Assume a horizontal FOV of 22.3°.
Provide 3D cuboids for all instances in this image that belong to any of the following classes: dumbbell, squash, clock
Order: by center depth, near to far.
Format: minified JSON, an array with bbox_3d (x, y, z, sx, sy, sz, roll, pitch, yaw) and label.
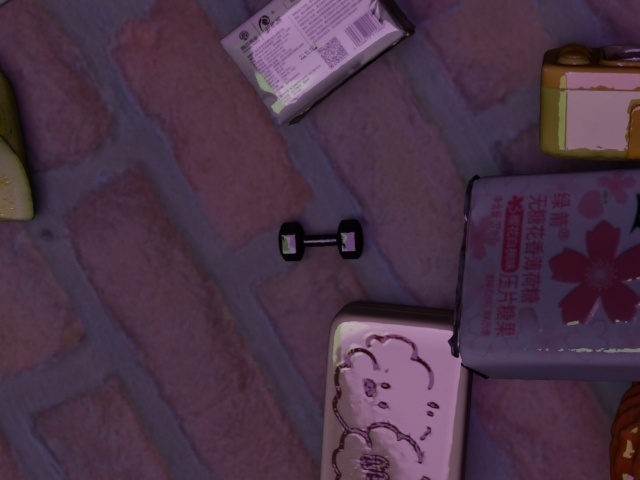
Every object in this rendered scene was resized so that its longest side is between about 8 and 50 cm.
[{"bbox_3d":[0.301,-0.127,1.477,0.202,0.143,0.096,3,102,9],"label":"clock"},{"bbox_3d":[0.000,0.000,1.605,0.083,0.040,0.036,-2,68,10],"label":"dumbbell"},{"bbox_3d":[-0.338,-0.113,1.623,0.090,0.075,0.200,-3,99,20],"label":"squash"}]

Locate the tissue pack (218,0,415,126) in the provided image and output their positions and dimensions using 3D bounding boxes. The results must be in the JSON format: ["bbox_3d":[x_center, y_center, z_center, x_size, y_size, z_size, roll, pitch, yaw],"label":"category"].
[{"bbox_3d":[-0.001,-0.194,1.539,0.149,0.099,0.106,-36,90,14],"label":"tissue pack"}]

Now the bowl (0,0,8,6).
[{"bbox_3d":[-0.442,-0.406,1.529,0.435,0.196,0.435,1,99,9],"label":"bowl"}]

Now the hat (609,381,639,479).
[{"bbox_3d":[0.419,0.291,1.514,0.285,0.285,0.400,-2,121,10],"label":"hat"}]

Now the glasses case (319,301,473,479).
[{"bbox_3d":[0.072,0.233,1.614,0.144,0.076,0.336,4,101,9],"label":"glasses case"}]

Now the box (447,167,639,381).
[{"bbox_3d":[0.297,0.029,1.440,0.370,0.112,0.190,-3,72,29],"label":"box"}]
